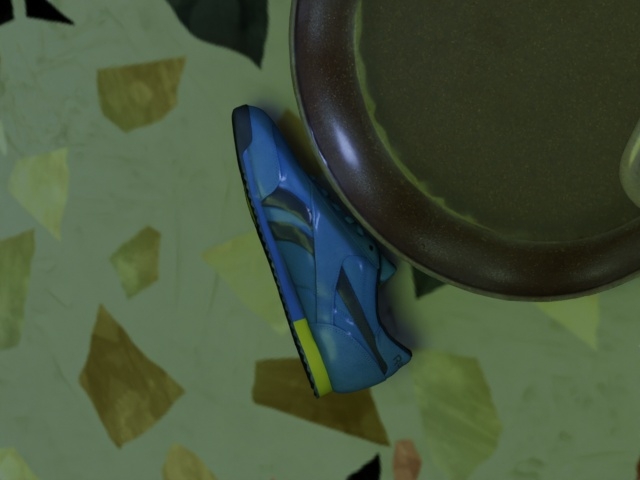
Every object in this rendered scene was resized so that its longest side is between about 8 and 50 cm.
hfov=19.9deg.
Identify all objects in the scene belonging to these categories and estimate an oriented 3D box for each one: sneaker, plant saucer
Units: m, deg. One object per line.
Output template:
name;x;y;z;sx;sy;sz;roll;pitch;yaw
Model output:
sneaker;0.000;0.000;1.239;0.082;0.069;0.209;-20;84;-1
plant saucer;0.126;-0.117;1.138;0.310;0.050;0.311;8;108;26

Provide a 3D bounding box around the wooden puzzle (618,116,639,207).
wooden puzzle;0.365;-0.091;0.946;0.348;0.080;0.322;29;101;22
